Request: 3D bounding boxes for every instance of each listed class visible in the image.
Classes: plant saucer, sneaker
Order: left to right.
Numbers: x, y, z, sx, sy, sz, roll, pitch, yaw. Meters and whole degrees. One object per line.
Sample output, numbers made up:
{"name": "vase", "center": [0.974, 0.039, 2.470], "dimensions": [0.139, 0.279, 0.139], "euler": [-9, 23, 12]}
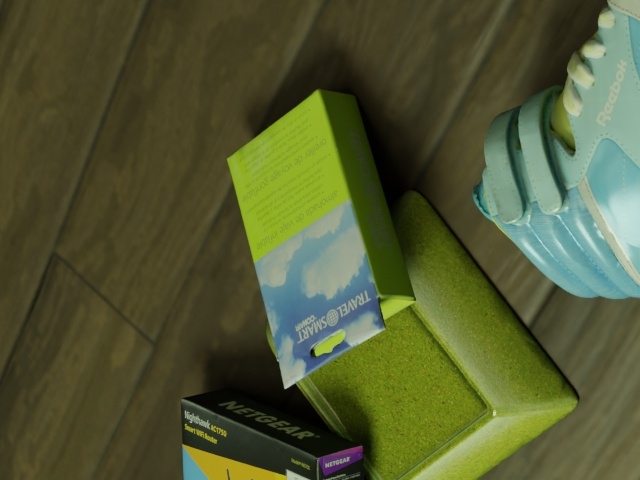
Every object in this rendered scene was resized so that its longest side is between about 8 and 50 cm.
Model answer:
{"name": "plant saucer", "center": [0.055, 0.091, 1.284], "dimensions": [0.188, 0.045, 0.188], "euler": [53, 129, 7]}
{"name": "sneaker", "center": [0.168, -0.101, 1.074], "dimensions": [0.208, 0.127, 0.319], "euler": [-4, 105, 36]}

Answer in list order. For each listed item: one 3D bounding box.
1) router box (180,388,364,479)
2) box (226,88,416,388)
{"name": "router box", "center": [-0.037, 0.194, 1.346], "dimensions": [0.179, 0.046, 0.133], "euler": [15, 110, 52]}
{"name": "box", "center": [0.000, 0.000, 1.247], "dimensions": [0.109, 0.042, 0.178], "euler": [-34, 61, 40]}
